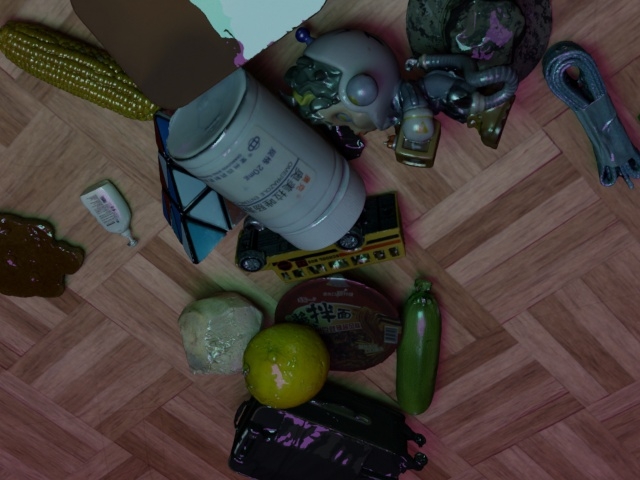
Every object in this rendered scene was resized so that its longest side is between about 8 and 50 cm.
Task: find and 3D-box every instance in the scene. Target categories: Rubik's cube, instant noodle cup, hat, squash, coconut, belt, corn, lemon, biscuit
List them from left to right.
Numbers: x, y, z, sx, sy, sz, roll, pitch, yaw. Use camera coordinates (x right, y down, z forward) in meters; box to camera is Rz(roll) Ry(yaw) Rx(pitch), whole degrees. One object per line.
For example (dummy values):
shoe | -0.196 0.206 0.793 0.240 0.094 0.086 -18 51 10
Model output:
biscuit | -0.652 0.032 1.510 0.290 0.041 0.208 2 123 2
corn | -0.426 -0.301 1.244 0.313 0.102 0.102 20 122 -9
Rubik's cube | -0.268 -0.138 1.319 0.250 0.284 0.234 5 132 45
coconut | -0.209 0.197 1.503 0.194 0.194 0.194 2 123 3
lemon | -0.068 0.254 1.424 0.173 0.206 0.173 -1 88 30
instant noodle cup | 0.043 0.158 1.498 0.274 0.091 0.274 5 126 7
squash | 0.216 0.247 1.545 0.101 0.101 0.378 3 122 3
hat | 0.267 -0.345 1.146 0.265 0.128 0.265 2 119 3
belt | 0.487 -0.216 1.242 0.087 0.072 0.302 -31 113 17

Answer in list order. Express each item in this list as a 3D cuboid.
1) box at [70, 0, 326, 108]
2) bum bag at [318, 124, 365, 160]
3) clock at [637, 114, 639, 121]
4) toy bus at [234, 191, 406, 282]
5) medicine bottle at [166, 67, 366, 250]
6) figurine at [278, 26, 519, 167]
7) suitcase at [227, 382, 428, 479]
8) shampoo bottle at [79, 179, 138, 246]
box | -0.164 -0.409 1.077 0.339 0.229 0.239 -29 115 21
bum bag | 0.035 -0.203 1.308 0.058 0.034 0.124 -30 115 34
clock | 0.735 -0.184 1.228 0.255 0.106 0.220 39 119 -24
toy bus | 0.000 0.000 1.393 0.335 0.121 0.123 -13 133 13
medicine bottle | -0.084 -0.131 1.215 0.190 0.190 0.332 -33 134 23
figurine | 0.116 -0.233 1.160 0.382 0.261 0.186 20 80 12
suitcase | 0.006 0.474 1.648 0.434 0.194 0.283 21 122 -9
shampoo bottle | -0.423 -0.048 1.438 0.077 0.045 0.152 -23 116 16
